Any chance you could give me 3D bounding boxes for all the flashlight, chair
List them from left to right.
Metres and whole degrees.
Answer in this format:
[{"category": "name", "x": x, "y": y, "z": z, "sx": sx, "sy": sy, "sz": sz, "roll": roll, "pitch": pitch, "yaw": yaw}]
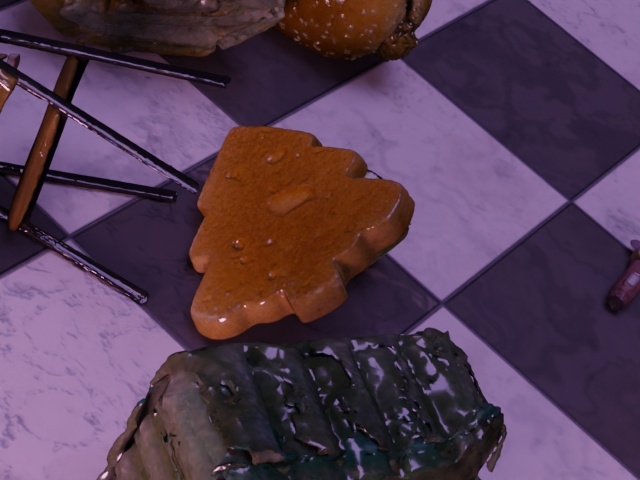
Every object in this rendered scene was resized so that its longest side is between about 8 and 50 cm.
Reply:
[{"category": "chair", "x": -0.225, "y": -0.075, "z": 1.261, "sx": 0.246, "sy": 0.159, "sz": 0.172, "roll": 22, "pitch": 45, "yaw": -9}, {"category": "flashlight", "x": 0.317, "y": 0.034, "z": 1.532, "sx": 0.052, "sy": 0.031, "sz": 0.110, "roll": 38, "pitch": 43, "yaw": 10}]

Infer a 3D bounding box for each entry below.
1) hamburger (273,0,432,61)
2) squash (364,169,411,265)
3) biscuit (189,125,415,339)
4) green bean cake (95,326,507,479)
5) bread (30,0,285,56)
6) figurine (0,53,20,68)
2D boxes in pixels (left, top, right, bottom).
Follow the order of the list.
[{"category": "hamburger", "x": 0.018, "y": -0.273, "z": 1.565, "sx": 0.215, "sy": 0.189, "sz": 0.122, "roll": 39, "pitch": 53, "yaw": 9}, {"category": "squash", "x": 0.005, "y": 0.007, "z": 1.361, "sx": 0.105, "sy": 0.105, "sz": 0.132, "roll": 34, "pitch": 54, "yaw": 6}, {"category": "biscuit", "x": -0.033, "y": -0.019, "z": 1.328, "sx": 0.041, "sy": 0.212, "sz": 0.239, "roll": 53, "pitch": 7, "yaw": -45}, {"category": "green bean cake", "x": -0.019, "y": 0.175, "z": 1.065, "sx": 0.255, "sy": 0.241, "sz": 0.132, "roll": -5, "pitch": 48, "yaw": -31}, {"category": "bread", "x": -0.163, "y": -0.254, "z": 1.454, "sx": 0.257, "sy": 0.186, "sz": 0.124, "roll": 0, "pitch": 66, "yaw": -22}, {"category": "figurine", "x": -0.336, "y": -0.187, "z": 1.349, "sx": 0.154, "sy": 0.132, "sz": 0.132, "roll": 46, "pitch": 44, "yaw": 2}]
